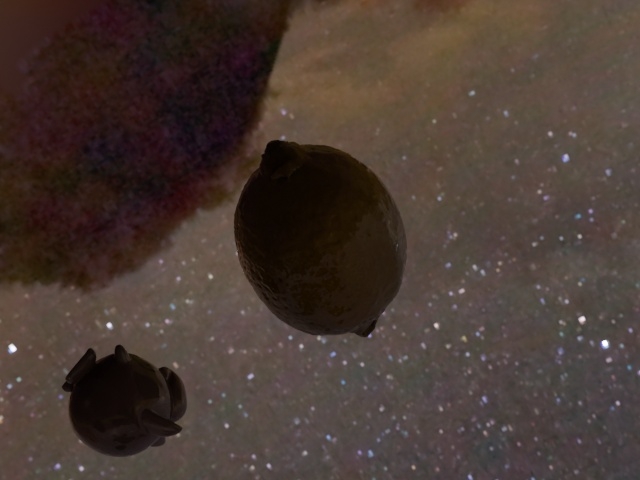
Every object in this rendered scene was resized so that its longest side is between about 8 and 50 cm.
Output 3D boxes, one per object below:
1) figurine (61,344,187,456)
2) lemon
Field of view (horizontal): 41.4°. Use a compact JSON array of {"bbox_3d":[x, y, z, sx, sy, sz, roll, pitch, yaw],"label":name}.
[{"bbox_3d":[-0.219,0.181,0.948,0.125,0.138,0.125,-57,-176,6],"label":"figurine"},{"bbox_3d":[0.000,0.000,0.940,0.188,0.257,0.188,-20,-157,9],"label":"lemon"}]
